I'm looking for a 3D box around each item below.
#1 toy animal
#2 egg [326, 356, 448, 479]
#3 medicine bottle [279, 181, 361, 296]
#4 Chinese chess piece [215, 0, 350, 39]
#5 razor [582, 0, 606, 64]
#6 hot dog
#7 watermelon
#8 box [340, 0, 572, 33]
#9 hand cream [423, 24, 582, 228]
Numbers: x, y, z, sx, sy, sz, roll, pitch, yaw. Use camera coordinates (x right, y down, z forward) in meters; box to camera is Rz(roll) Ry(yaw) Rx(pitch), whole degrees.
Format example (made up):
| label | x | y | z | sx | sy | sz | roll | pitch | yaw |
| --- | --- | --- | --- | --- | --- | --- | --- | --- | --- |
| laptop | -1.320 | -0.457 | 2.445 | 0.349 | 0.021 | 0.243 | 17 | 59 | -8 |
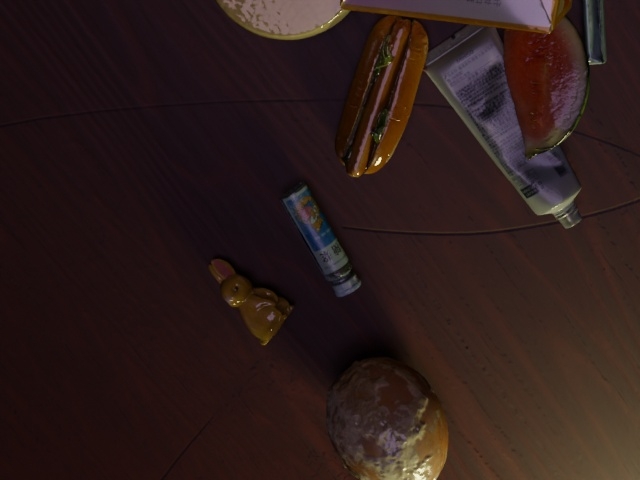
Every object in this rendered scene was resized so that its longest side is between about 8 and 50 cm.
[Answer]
| label | x | y | z | sx | sy | sz | roll | pitch | yaw |
| --- | --- | --- | --- | --- | --- | --- | --- | --- | --- |
| toy animal | -0.128 | 0.095 | 1.656 | 0.159 | 0.070 | 0.083 | 40 | 112 | -2 |
| egg | 0.110 | 0.301 | 1.631 | 0.195 | 0.195 | 0.233 | -40 | 88 | 19 |
| medicine bottle | 0.000 | 0.000 | 1.610 | 0.051 | 0.051 | 0.191 | -26 | 106 | 16 |
| Chinese chess piece | -0.049 | -0.414 | 1.443 | 0.250 | 0.097 | 0.251 | 3 | 111 | 8 |
| razor | 0.382 | -0.387 | 1.422 | 0.111 | 0.056 | 0.278 | 0 | 118 | 22 |
| hot dog | 0.089 | -0.213 | 1.508 | 0.100 | 0.068 | 0.250 | 20 | 111 | 7 |
| watermelon | 0.326 | -0.242 | 1.451 | 0.119 | 0.063 | 0.245 | -6 | 94 | 13 |
| box | 0.196 | -0.427 | 1.313 | 0.283 | 0.214 | 0.260 | 10 | 112 | 17 |
| hand cream | 0.289 | -0.164 | 1.513 | 0.124 | 0.078 | 0.341 | -32 | 95 | 19 |
